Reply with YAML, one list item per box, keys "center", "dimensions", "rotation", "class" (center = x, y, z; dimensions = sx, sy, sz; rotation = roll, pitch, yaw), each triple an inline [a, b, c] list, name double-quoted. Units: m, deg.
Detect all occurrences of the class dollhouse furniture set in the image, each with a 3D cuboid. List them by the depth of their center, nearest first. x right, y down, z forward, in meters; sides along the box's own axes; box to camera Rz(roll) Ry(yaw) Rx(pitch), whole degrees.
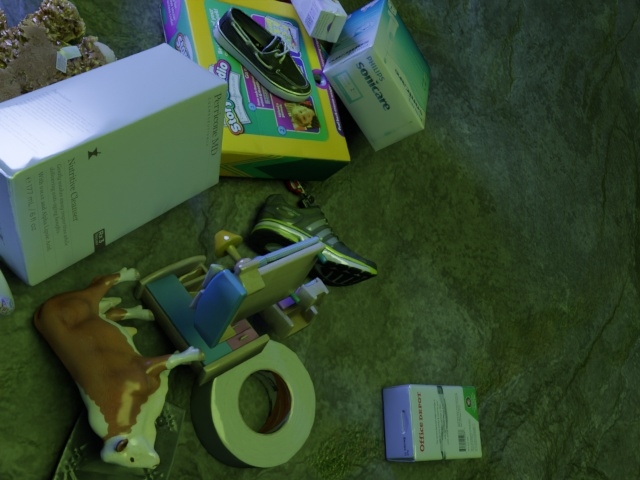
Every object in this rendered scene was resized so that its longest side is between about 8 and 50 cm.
- center: [-0.117, 0.036, 1.149]
  dimensions: [0.286, 0.303, 0.198]
  rotation: [-24, 67, -42]
  class: "dollhouse furniture set"

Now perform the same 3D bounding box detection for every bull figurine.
- center: [-0.293, 0.181, 1.058]
  dimensions: [0.188, 0.101, 0.310]
  rotation: [-28, 66, -33]
  class: "bull figurine"

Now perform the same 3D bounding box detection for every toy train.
- center: [-0.053, -0.117, 1.476]
  dimensions: [0.036, 0.027, 0.158]
  rotation: [-36, 99, -30]
  class: "toy train"

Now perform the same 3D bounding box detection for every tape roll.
- center: [-0.115, 0.286, 1.261]
  dimensions: [0.219, 0.072, 0.219]
  rotation: [13, 68, -35]
  class: "tape roll"

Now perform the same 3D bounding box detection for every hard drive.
- center: [-0.317, 0.349, 1.082]
  dimensions: [0.172, 0.054, 0.255]
  rotation: [32, 56, -27]
  class: "hard drive"

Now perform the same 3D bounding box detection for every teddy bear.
- center: [-0.467, -0.270, 1.146]
  dimensions: [0.245, 0.113, 0.338]
  rotation: [42, 45, -30]
  class: "teddy bear"

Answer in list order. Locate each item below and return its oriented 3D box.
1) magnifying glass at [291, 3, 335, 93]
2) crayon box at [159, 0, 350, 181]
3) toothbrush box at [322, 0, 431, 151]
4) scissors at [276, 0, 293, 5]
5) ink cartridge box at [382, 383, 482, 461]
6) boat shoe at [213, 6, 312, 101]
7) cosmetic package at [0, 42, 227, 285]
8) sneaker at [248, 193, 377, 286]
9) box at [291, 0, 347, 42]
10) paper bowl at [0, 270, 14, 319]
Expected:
- center: [-0.016, -0.433, 1.611]
  dimensions: [0.092, 0.026, 0.231]
  rotation: [-17, 85, -41]
  class: "magnifying glass"
- center: [-0.127, -0.305, 1.407]
  dimensions: [0.312, 0.106, 0.363]
  rotation: [-1, 70, -38]
  class: "crayon box"
- center: [0.133, -0.372, 1.570]
  dimensions: [0.216, 0.126, 0.296]
  rotation: [52, 30, -28]
  class: "toothbrush box"
- center: [-0.120, -0.510, 1.537]
  dimensions: [0.297, 0.021, 0.109]
  rotation: [-14, 86, -36]
  class: "scissors"
- center: [0.234, 0.383, 1.507]
  dimensions: [0.208, 0.086, 0.153]
  rotation: [12, 69, -37]
  class: "ink cartridge box"
- center: [-0.096, -0.341, 1.327]
  dimensions: [0.219, 0.070, 0.078]
  rotation: [35, 52, -20]
  class: "boat shoe"
- center: [-0.332, -0.128, 1.095]
  dimensions: [0.156, 0.217, 0.385]
  rotation: [36, 49, 23]
  class: "cosmetic package"
- center: [0.000, 0.000, 1.430]
  dimensions: [0.299, 0.111, 0.121]
  rotation: [28, 55, -32]
  class: "sneaker"
- center: [-0.030, -0.532, 1.500]
  dimensions: [0.063, 0.067, 0.324]
  rotation: [5, 43, -30]
  class: "box"
- center: [-0.520, 0.008, 0.887]
  dimensions: [0.148, 0.284, 0.284]
  rotation: [-34, 99, -16]
  class: "paper bowl"
